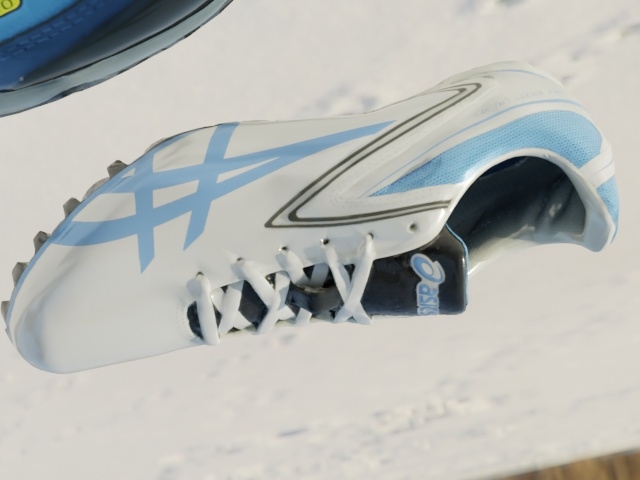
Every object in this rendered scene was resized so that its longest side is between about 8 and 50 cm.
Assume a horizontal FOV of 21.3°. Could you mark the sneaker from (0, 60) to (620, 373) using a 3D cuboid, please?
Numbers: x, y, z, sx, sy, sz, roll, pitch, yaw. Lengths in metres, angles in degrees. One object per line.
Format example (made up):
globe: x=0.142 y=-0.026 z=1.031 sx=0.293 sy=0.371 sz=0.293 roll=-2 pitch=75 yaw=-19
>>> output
sneaker: x=0.000 y=0.000 z=0.627 sx=0.237 sy=0.086 sz=0.085 roll=-19 pitch=140 yaw=-11

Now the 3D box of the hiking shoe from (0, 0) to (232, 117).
hiking shoe: x=-0.152 y=-0.078 z=0.354 sx=0.304 sy=0.113 sz=0.132 roll=-2 pitch=-179 yaw=-3
